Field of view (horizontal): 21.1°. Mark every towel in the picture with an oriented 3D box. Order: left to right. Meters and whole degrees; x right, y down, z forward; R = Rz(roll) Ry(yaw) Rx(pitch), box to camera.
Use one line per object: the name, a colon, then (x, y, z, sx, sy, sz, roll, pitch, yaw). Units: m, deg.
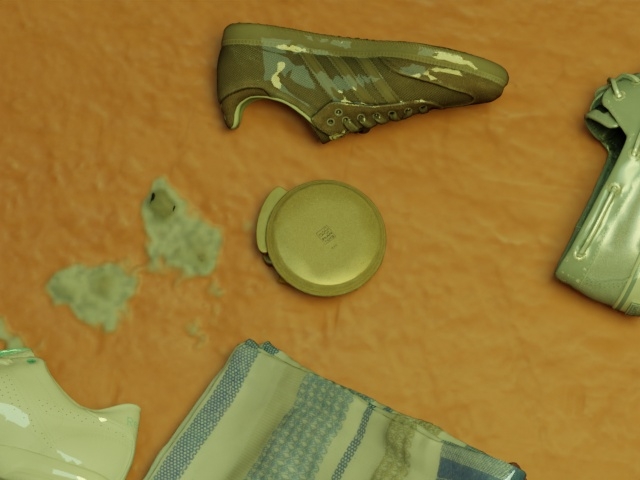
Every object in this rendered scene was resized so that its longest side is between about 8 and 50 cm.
towel: (-0.024, 0.170, 0.952, 0.034, 0.285, 0.209, 43, 77, -33)

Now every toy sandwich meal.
toy sandwich meal: (0.000, 0.000, 1.099, 0.085, 0.029, 0.085, 1, 74, -4)

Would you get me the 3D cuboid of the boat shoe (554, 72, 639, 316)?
boat shoe: (0.207, -0.068, 1.087, 0.081, 0.079, 0.227, 20, 79, 1)

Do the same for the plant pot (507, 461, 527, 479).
plant pot: (0.071, 0.249, 0.948, 0.180, 0.201, 0.201, -26, 76, 3)

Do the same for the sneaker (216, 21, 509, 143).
sneaker: (0.026, -0.095, 1.115, 0.188, 0.066, 0.071, 8, 92, 8)

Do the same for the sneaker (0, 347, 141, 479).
sneaker: (-0.214, 0.100, 1.059, 0.212, 0.080, 0.094, 21, 63, 1)
